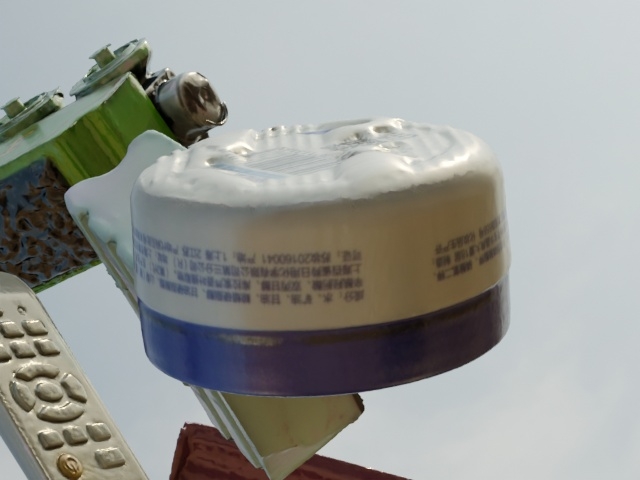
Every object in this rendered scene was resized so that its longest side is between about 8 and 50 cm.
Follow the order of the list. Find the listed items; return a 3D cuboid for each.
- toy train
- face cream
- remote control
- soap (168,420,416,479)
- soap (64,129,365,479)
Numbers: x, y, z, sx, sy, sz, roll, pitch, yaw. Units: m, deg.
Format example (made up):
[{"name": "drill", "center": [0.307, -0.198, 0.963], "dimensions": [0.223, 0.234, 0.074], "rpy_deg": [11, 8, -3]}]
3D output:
[{"name": "toy train", "center": [-0.249, -0.068, 1.526], "dimensions": [0.173, 0.307, 0.249], "rpy_deg": [57, -149, -17]}, {"name": "face cream", "center": [0.000, 0.000, 0.821], "dimensions": [0.206, 0.206, 0.111], "rpy_deg": [-17, -72, -42]}, {"name": "remote control", "center": [-0.222, 0.149, 1.208], "dimensions": [0.055, 0.313, 0.109], "rpy_deg": [-46, -23, 24]}, {"name": "soap", "center": [0.028, 0.296, 1.515], "dimensions": [0.233, 0.360, 0.128], "rpy_deg": [86, -161, -76]}, {"name": "soap", "center": [-0.067, 0.050, 1.043], "dimensions": [0.091, 0.145, 0.230], "rpy_deg": [-39, -47, -13]}]
